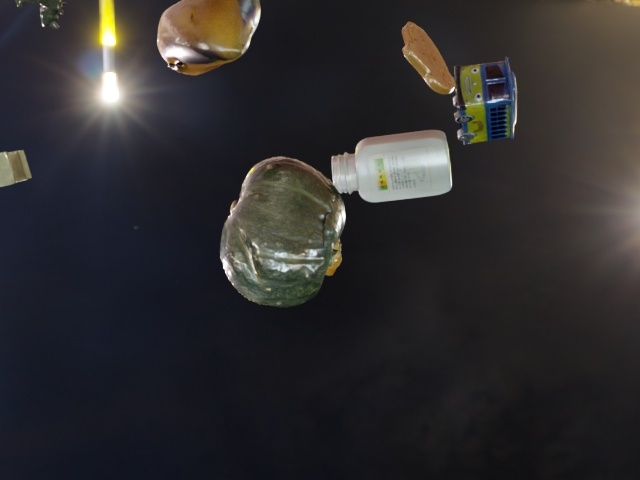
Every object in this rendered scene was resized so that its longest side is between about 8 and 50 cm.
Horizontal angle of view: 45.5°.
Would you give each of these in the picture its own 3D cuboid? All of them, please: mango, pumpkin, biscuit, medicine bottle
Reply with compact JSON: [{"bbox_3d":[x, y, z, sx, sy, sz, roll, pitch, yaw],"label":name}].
[{"bbox_3d":[-0.231,-0.431,1.576,0.201,0.152,0.287,-25,-165,-39],"label":"mango"},{"bbox_3d":[-0.083,-0.012,1.698,0.258,0.327,0.291,20,172,-1],"label":"pumpkin"},{"bbox_3d":[0.176,-0.312,1.308,0.023,0.140,0.118,-33,160,34],"label":"biscuit"},{"bbox_3d":[0.197,-0.203,2.141,0.324,0.179,0.124,-8,-150,8],"label":"medicine bottle"}]

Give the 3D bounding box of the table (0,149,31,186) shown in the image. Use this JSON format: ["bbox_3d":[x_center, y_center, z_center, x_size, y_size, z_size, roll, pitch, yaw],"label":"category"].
[{"bbox_3d":[-0.750,-0.173,1.832,0.062,0.079,0.083,-11,-170,9],"label":"table"}]

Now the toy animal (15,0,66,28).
[{"bbox_3d":[-0.441,-0.384,1.184,0.065,0.135,0.047,-16,-137,8],"label":"toy animal"}]

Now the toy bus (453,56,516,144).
[{"bbox_3d":[0.465,-0.389,2.167,0.175,0.138,0.287,-6,165,12],"label":"toy bus"}]

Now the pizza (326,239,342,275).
[{"bbox_3d":[0.001,-0.002,2.142,0.127,0.246,0.058,-19,-142,4],"label":"pizza"}]
